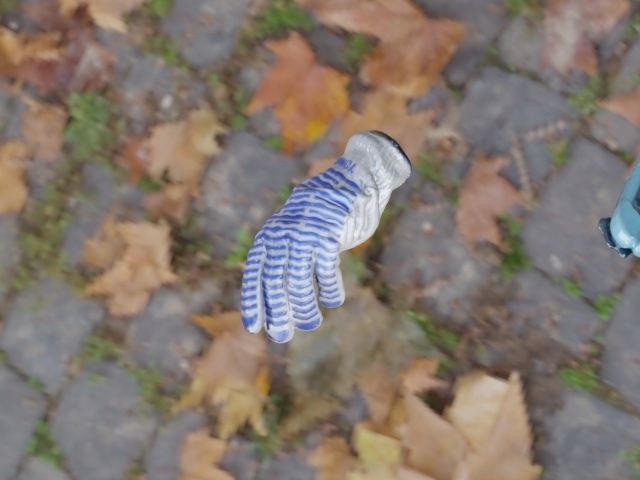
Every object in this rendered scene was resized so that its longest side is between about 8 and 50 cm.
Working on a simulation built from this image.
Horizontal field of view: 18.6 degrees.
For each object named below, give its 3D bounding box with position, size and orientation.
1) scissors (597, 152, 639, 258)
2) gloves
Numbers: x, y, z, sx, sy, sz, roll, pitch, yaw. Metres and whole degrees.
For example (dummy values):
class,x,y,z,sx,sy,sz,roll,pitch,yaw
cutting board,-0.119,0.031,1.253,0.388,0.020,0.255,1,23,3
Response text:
class,x,y,z,sx,sy,sz,roll,pitch,yaw
scissors,0.271,-0.130,1.318,0.180,0.032,0.393,31,53,3
gloves,-0.002,-0.006,1.843,0.229,0.097,0.119,-59,19,-11
